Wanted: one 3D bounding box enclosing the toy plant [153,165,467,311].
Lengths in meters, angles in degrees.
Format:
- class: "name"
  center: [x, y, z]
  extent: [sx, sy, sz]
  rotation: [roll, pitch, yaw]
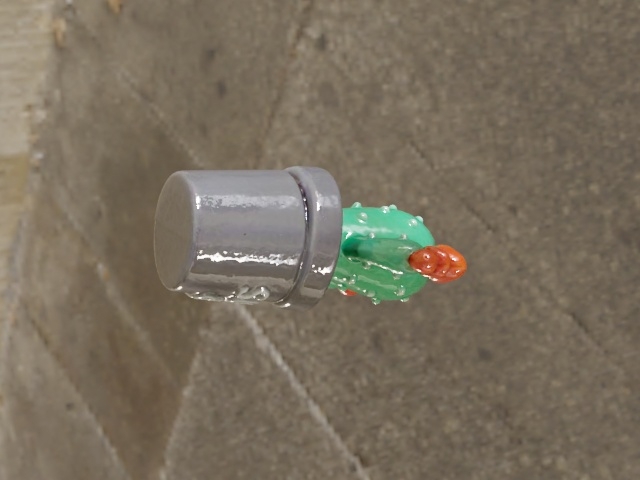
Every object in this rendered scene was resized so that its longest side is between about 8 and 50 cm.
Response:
- class: "toy plant"
  center: [-0.006, 0.005, 1.688]
  extent: [0.279, 0.400, 0.185]
  rotation: [-46, 46, 52]
